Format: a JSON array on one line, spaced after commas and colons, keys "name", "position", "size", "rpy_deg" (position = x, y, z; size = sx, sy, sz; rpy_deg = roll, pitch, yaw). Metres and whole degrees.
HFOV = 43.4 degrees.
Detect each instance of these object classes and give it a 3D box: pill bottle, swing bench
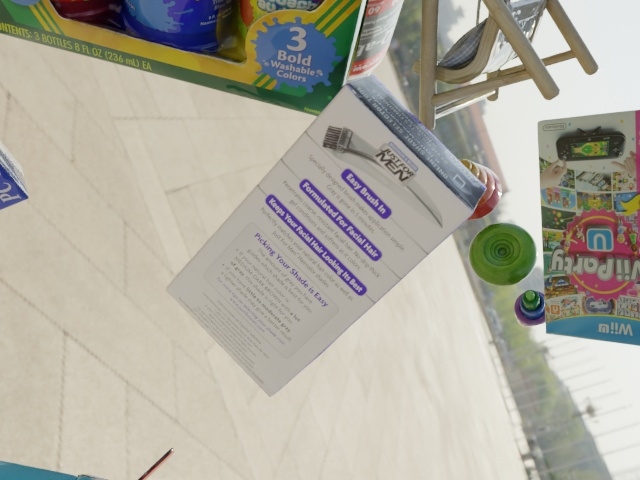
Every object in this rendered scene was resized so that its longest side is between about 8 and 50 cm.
[{"name": "pill bottle", "position": [0.040, -0.427, 1.491], "size": [0.363, 0.210, 0.210], "rpy_deg": [106, -30, -68]}, {"name": "swing bench", "position": [0.206, -0.291, 0.966], "size": [0.253, 0.165, 0.254], "rpy_deg": [-30, 106, -55]}]

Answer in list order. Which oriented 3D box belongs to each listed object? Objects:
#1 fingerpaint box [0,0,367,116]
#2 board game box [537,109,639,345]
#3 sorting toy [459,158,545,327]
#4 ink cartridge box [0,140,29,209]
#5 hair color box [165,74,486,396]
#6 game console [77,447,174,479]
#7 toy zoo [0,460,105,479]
[{"name": "fingerpaint box", "position": [-0.152, -0.362, 0.873], "size": [0.371, 0.445, 0.163], "rpy_deg": [105, 0, -50]}, {"name": "board game box", "position": [0.413, -0.018, 1.068], "size": [0.098, 0.224, 0.303], "rpy_deg": [-8, 96, -39]}, {"name": "sorting toy", "position": [0.319, -0.016, 1.472], "size": [0.126, 0.127, 0.365], "rpy_deg": [55, 12, -61]}, {"name": "ink cartridge box", "position": [-0.343, -0.090, 0.684], "size": [0.207, 0.097, 0.046], "rpy_deg": [71, -6, -58]}, {"name": "hair color box", "position": [0.000, 0.000, 0.915], "size": [0.185, 0.339, 0.110], "rpy_deg": [46, 28, 1]}, {"name": "game console", "position": [-0.298, 0.348, 1.242], "size": [0.144, 0.124, 0.085], "rpy_deg": [120, -14, -71]}, {"name": "toy zoo", "position": [-0.220, 0.289, 0.724], "size": [0.030, 0.293, 0.192], "rpy_deg": [-74, 174, -61]}]
